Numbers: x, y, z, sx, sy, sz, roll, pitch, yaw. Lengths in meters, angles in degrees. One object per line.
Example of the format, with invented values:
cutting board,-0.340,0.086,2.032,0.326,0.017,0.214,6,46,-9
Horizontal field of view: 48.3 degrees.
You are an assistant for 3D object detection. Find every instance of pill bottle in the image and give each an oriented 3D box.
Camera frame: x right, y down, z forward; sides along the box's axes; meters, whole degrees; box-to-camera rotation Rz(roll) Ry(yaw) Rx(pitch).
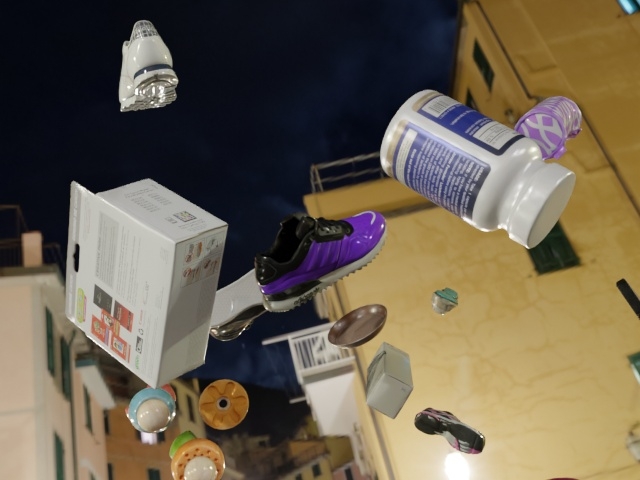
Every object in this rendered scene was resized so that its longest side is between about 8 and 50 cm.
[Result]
pill bottle,0.234,-0.107,1.074,0.153,0.265,0.153,-37,-33,-29

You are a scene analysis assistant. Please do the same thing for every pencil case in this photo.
pencil case,0.381,-0.187,1.179,0.206,0.088,0.086,-37,-23,-57

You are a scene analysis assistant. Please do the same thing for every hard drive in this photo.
hard drive,0.627,0.138,1.388,0.022,0.094,0.135,-37,-45,20

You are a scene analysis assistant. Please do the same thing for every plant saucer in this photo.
plant saucer,0.098,0.220,1.799,0.168,0.168,0.029,-24,-72,15

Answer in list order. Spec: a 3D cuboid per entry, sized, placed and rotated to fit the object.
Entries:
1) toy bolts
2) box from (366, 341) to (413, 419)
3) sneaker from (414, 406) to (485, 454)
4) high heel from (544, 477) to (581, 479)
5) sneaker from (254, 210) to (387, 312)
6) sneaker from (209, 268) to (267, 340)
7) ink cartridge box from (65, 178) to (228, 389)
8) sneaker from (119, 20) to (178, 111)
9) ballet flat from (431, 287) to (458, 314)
toy bolts,-0.253,0.349,1.377,0.228,0.218,0.158,38,-11,-11
box,0.195,0.393,2.036,0.094,0.275,0.113,29,-80,-1
sneaker,0.327,0.457,1.762,0.077,0.178,0.072,-28,-40,-63
high heel,0.567,0.600,1.334,0.127,0.377,0.181,-34,4,-9
sneaker,0.000,0.000,1.320,0.293,0.102,0.146,-34,-58,-24
sneaker,-0.161,0.146,1.744,0.296,0.104,0.147,-25,-19,-17
ink cartridge box,-0.328,0.061,1.301,0.130,0.272,0.309,-24,-44,-50
sneaker,-0.284,-0.271,1.151,0.090,0.094,0.235,-19,2,-24
ballet flat,0.264,0.135,1.517,0.052,0.057,0.168,-62,-17,8
